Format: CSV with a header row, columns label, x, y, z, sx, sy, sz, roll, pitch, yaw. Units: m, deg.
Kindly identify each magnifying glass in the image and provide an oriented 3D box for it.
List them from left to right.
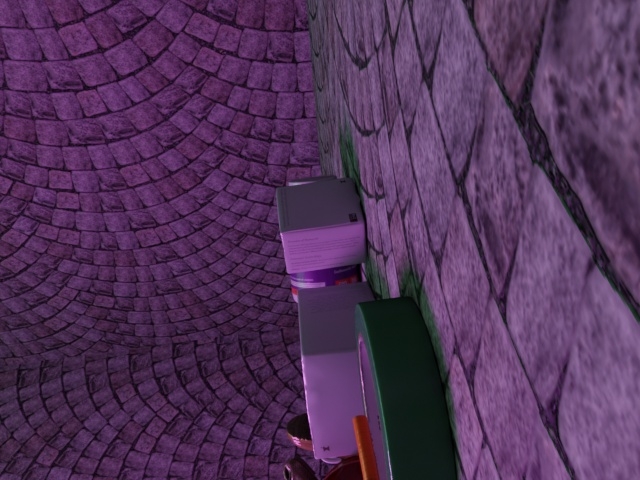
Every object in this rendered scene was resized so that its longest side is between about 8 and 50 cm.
label,x,y,z,sx,sy,sz,roll,pitch,yaw
magnifying glass,0.072,0.344,0.785,0.092,0.026,0.230,84,178,-53

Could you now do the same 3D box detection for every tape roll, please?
label,x,y,z,sx,sy,sz,roll,pitch,yaw
tape roll,0.107,0.240,0.827,0.321,0.077,0.321,172,90,-88

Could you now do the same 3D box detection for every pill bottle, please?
label,x,y,z,sx,sy,sz,roll,pitch,yaw
pill bottle,0.000,0.000,1.549,0.181,0.182,0.322,-106,9,-79

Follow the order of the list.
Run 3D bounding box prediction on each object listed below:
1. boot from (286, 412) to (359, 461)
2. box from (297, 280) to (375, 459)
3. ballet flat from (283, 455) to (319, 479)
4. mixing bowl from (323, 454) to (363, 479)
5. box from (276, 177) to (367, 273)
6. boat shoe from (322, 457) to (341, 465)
label,x,y,z,sx,sy,sz,roll,pitch,yaw
boot,0.052,0.503,1.279,0.089,0.236,0.269,-69,-22,-65
box,0.049,0.244,1.221,0.345,0.169,0.214,-102,5,-75
ballet flat,0.013,0.536,1.198,0.250,0.058,0.084,39,148,27
mixing bowl,0.076,0.457,1.071,0.098,0.182,0.181,-91,-6,-85
box,0.001,-0.037,1.334,0.181,0.182,0.119,-99,2,-52
boat shoe,0.074,0.417,1.448,0.302,0.115,0.091,-62,-33,-43
